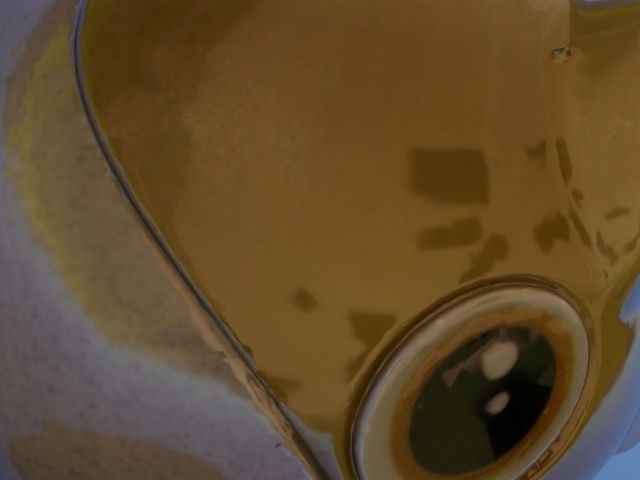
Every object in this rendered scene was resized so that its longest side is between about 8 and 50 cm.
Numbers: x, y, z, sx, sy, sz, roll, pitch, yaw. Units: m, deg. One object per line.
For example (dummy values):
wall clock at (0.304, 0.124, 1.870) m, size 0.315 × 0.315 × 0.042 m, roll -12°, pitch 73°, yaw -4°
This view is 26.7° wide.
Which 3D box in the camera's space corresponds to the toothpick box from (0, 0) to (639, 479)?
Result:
toothpick box at (0.000, 0.000, 0.804) m, size 0.425 × 0.409 × 0.409 m, roll 0°, pitch -119°, yaw 11°
